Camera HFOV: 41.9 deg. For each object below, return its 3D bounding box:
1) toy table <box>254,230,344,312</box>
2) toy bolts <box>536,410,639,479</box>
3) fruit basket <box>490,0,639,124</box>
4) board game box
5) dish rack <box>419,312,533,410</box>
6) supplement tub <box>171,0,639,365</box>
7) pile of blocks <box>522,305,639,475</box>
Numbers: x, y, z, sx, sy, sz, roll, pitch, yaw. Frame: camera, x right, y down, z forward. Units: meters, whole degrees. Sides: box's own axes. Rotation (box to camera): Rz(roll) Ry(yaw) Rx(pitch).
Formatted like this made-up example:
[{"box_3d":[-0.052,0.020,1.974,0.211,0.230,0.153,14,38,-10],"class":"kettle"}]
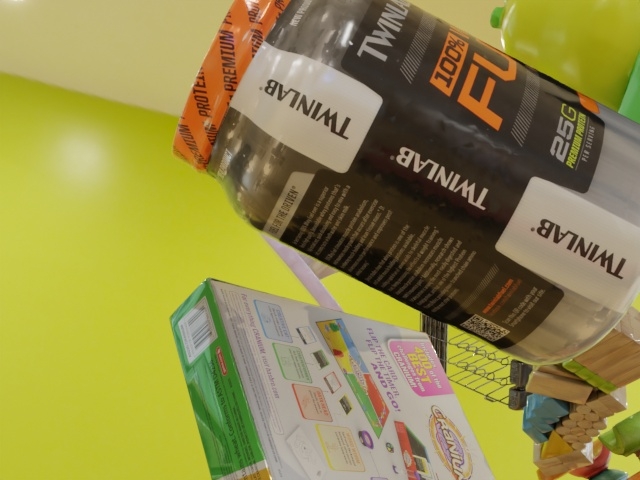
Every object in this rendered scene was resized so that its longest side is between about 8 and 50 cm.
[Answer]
[{"box_3d":[0.000,0.000,1.491,0.274,0.161,0.252,51,-5,-22],"class":"toy table"},{"box_3d":[0.480,0.414,1.393,0.218,0.158,0.228,-26,-23,-10],"class":"toy bolts"},{"box_3d":[0.363,-0.171,0.807,0.283,0.392,0.392,9,-14,-33],"class":"fruit basket"},{"box_3d":[0.029,0.175,0.776,0.316,0.242,0.064,19,-52,-43],"class":"board game box"},{"box_3d":[0.283,0.175,1.493,0.074,0.208,0.271,-7,13,-35],"class":"dish rack"},{"box_3d":[0.073,-0.060,0.643,0.338,0.207,0.207,26,-21,-5],"class":"supplement tub"},{"box_3d":[0.365,0.198,1.205,0.149,0.113,0.362,15,-45,3],"class":"pile of blocks"}]
